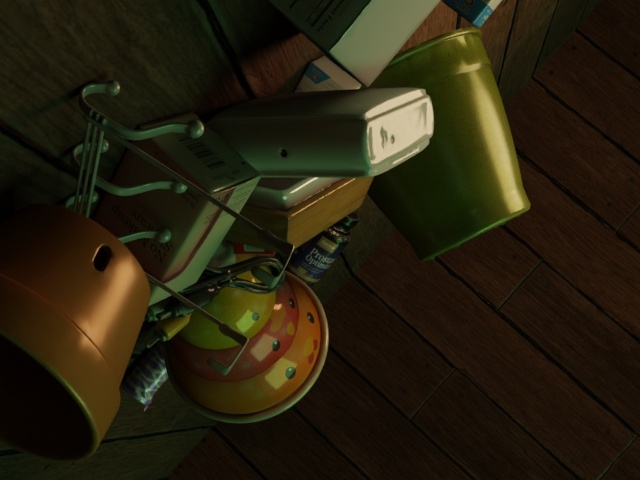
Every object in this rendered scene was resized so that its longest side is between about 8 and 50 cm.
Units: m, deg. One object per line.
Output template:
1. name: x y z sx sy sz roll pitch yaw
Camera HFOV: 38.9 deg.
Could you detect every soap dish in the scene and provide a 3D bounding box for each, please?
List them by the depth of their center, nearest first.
1. soap dish: -0.069 -0.084 1.521 0.291 0.229 0.118 -33 129 -52

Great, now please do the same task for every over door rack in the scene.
1. over door rack: -0.173 -0.019 1.112 0.108 0.324 0.239 -39 166 -37

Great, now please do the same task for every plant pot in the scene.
1. plant pot: -0.339 0.093 1.078 0.203 0.291 0.291 -61 179 -38
2. plant pot: 0.223 -0.162 1.759 0.366 0.353 0.366 -26 177 -2

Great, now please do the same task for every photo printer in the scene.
1. photo printer: -0.013 -0.166 1.384 0.256 0.307 0.107 -31 119 -56

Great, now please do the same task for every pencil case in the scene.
1. pencil case: -0.353 0.276 2.035 0.206 0.088 0.086 -47 -177 -1

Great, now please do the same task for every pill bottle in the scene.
1. pill bottle: 0.000 0.000 2.340 0.219 0.123 0.123 -52 168 20

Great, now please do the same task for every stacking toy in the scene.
1. stacking toy: -0.185 0.124 1.720 0.350 0.350 0.480 -45 156 -13

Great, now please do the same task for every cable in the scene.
1. cable: -0.188 0.064 1.504 0.072 0.139 0.287 5 -157 45

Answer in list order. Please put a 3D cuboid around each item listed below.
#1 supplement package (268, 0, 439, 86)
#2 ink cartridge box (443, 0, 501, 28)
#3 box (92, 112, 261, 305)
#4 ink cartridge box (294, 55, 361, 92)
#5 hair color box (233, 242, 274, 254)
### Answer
1. supplement package: 0.055 -0.359 1.286 0.204 0.145 0.262 -50 168 8
2. ink cartridge box: 0.297 -0.513 1.681 0.191 0.139 0.082 -51 168 14
3. box: -0.219 -0.044 1.310 0.232 0.148 0.127 -55 166 31
4. ink cartridge box: 0.002 -0.248 1.600 0.052 0.088 0.122 -39 166 -49
5. hair color box: -0.110 -0.011 1.589 0.141 0.072 0.043 -87 178 -79
